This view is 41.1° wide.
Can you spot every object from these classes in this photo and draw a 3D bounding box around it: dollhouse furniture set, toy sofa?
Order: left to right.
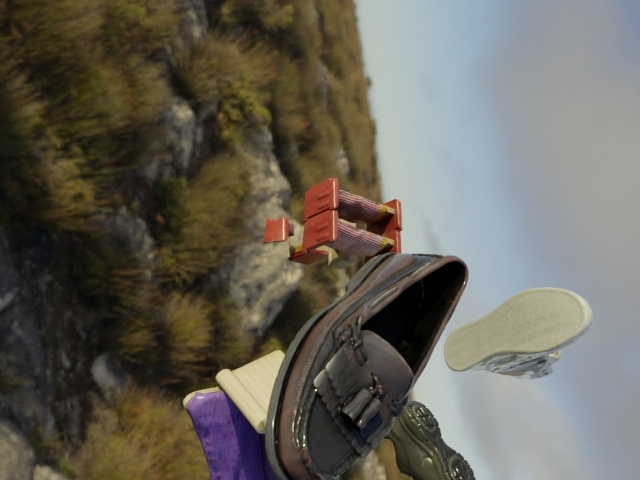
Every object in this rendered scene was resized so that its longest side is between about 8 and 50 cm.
[{"bbox_3d":[-0.080,0.374,1.353,0.150,0.177,0.363,37,-38,51],"label":"toy sofa"},{"bbox_3d":[0.000,0.000,1.978,0.374,0.201,0.152,-23,-122,51],"label":"dollhouse furniture set"}]

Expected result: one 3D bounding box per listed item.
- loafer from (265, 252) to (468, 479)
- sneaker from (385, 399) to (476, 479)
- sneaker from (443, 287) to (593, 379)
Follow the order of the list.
[{"bbox_3d":[0.051,0.097,0.768,0.109,0.095,0.302,61,36,-19],"label":"loafer"},{"bbox_3d":[0.246,0.506,1.925,0.109,0.130,0.286,4,47,-51],"label":"sneaker"},{"bbox_3d":[0.367,0.160,1.434,0.292,0.169,0.108,-28,-123,48],"label":"sneaker"}]
